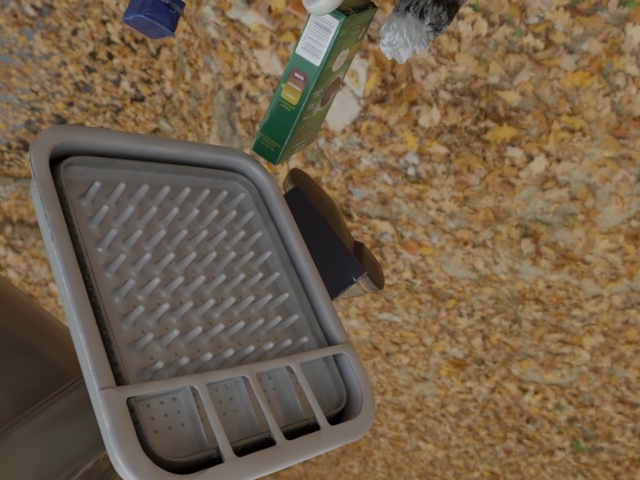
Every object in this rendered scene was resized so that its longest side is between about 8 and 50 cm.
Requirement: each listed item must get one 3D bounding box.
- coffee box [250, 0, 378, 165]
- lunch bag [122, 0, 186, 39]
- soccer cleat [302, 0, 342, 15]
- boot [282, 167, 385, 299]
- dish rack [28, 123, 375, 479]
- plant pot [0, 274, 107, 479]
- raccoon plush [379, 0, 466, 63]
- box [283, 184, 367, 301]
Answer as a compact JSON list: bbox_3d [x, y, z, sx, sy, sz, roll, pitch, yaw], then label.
[{"bbox_3d":[-0.008,-0.178,0.717,0.040,0.113,0.184,33,123,7],"label":"coffee box"},{"bbox_3d":[-0.258,-0.362,1.013,0.067,0.065,0.098,23,173,-42],"label":"lunch bag"},{"bbox_3d":[0.031,-0.282,0.633,0.068,0.196,0.076,-13,140,37],"label":"soccer cleat"},{"bbox_3d":[0.000,0.000,1.255,0.115,0.112,0.305,-23,116,26],"label":"boot"},{"bbox_3d":[-0.110,0.055,0.595,0.285,0.333,0.072,-1,150,-49],"label":"dish rack"},{"bbox_3d":[-0.365,0.144,0.602,0.280,0.323,0.323,54,147,0],"label":"plant pot"},{"bbox_3d":[0.183,-0.502,0.873,0.299,0.446,0.216,48,154,-24],"label":"raccoon plush"},{"bbox_3d":[-0.146,0.109,1.058,0.179,0.312,0.343,53,154,0],"label":"box"}]
